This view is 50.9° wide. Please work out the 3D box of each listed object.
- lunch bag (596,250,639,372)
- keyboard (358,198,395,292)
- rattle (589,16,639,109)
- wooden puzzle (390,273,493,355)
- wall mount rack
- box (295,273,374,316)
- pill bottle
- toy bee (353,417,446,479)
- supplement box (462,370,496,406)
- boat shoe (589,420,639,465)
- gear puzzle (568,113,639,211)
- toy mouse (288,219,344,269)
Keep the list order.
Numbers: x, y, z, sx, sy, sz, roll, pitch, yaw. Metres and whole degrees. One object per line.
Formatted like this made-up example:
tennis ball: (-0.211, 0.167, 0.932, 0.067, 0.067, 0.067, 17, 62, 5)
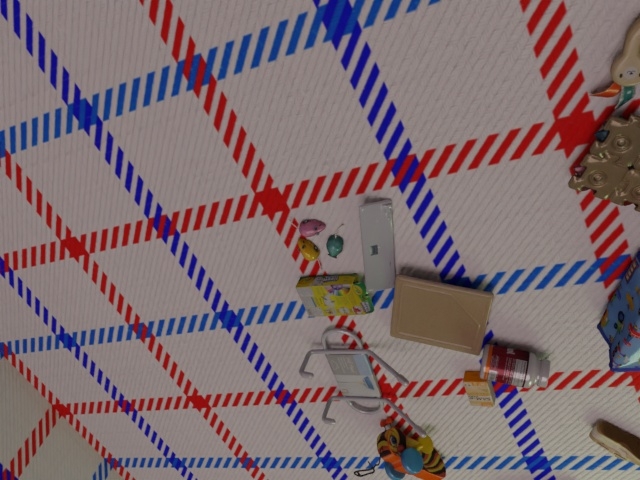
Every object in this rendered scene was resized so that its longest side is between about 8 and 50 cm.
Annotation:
lunch bag: (0.744, 0.161, 1.335, 0.292, 0.138, 0.221, 7, 132, 0)
keyboard: (0.129, 0.018, 1.500, 0.072, 0.014, 0.256, -8, 129, 0)
rattle: (0.512, -0.256, 1.039, 0.130, 0.143, 0.199, 27, 131, -28)
wooden puzzle: (0.279, 0.171, 1.576, 0.220, 0.044, 0.239, 11, 137, 13)
wall mount rack: (0.120, 0.392, 1.769, 0.303, 0.131, 0.350, -3, 129, 24)
box: (0.039, 0.133, 1.636, 0.179, 0.043, 0.105, -3, 127, 27)
pill bottle: (0.455, 0.298, 1.580, 0.151, 0.086, 0.086, 10, 132, 13)
toy bee: (0.231, 0.586, 1.904, 0.195, 0.162, 0.298, -23, 143, 27)
supplement box: (0.403, 0.377, 1.704, 0.062, 0.036, 0.099, -5, 127, 27)
boat shoe: (0.748, 0.512, 1.670, 0.170, 0.063, 0.059, 34, 137, 4)
gear puzzle: (0.629, -0.114, 1.183, 0.338, 0.044, 0.176, 19, 132, 2)
toy mouse: (0.000, 0.000, 1.541, 0.143, 0.031, 0.161, -26, 116, 37)
